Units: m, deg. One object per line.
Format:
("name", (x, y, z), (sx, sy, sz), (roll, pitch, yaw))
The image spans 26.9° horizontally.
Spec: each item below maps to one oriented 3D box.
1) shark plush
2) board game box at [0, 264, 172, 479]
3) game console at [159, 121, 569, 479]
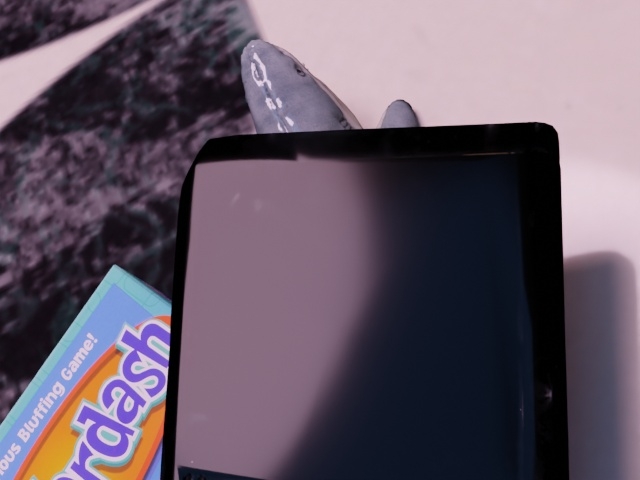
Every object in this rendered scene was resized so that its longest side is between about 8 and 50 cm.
("shark plush", (0.000, 0.000, 0.530), (0.073, 0.067, 0.161), (-13, 66, 19))
("board game box", (-0.047, 0.128, 0.513), (0.210, 0.047, 0.160), (32, 85, 31))
("game console", (0.124, 0.060, 0.427), (0.361, 0.044, 0.213), (-2, 72, 10))
